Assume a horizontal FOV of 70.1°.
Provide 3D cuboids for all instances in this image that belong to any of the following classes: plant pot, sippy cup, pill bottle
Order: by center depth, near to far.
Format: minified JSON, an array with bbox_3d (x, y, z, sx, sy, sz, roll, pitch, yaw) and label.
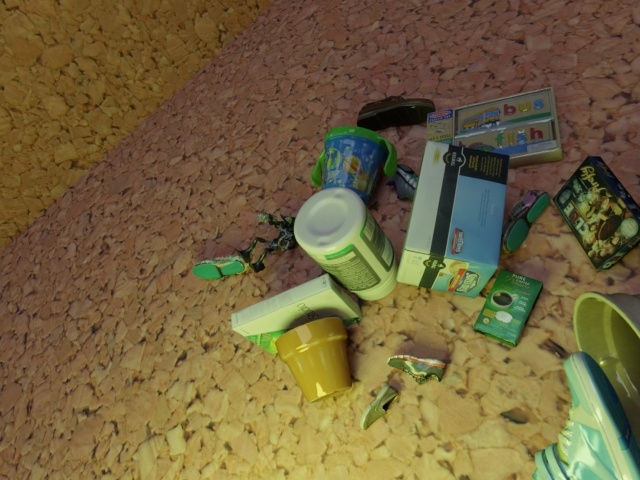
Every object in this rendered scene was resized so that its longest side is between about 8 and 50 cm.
[{"bbox_3d":[0.725,0.219,0.873,0.306,0.334,0.333,-16,53,6],"label":"plant pot"},{"bbox_3d":[-0.003,0.342,1.278,0.205,0.205,0.188,-27,66,13],"label":"plant pot"},{"bbox_3d":[0.093,0.026,1.304,0.204,0.361,0.204,-15,54,21],"label":"pill bottle"},{"bbox_3d":[0.107,-0.239,1.575,0.240,0.305,0.224,15,75,-10],"label":"sippy cup"}]

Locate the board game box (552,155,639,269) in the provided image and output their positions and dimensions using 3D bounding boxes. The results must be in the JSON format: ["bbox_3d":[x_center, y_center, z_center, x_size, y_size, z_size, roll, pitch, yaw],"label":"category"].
[{"bbox_3d":[0.703,-0.070,1.153,0.042,0.165,0.243,-1,51,-14],"label":"board game box"}]

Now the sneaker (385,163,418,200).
[{"bbox_3d":[0.311,-0.155,1.506,0.223,0.083,0.098,51,128,31],"label":"sneaker"}]

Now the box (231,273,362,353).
[{"bbox_3d":[-0.066,0.227,1.351,0.322,0.232,0.058,-23,51,16],"label":"box"}]

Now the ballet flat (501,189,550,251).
[{"bbox_3d":[0.560,-0.057,1.290,0.221,0.077,0.079,-50,31,-13],"label":"ballet flat"}]

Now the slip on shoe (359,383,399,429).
[{"bbox_3d":[0.156,0.445,1.203,0.041,0.051,0.135,27,68,42],"label":"slip on shoe"}]

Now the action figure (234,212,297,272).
[{"bbox_3d":[-0.159,-0.014,1.615,0.276,0.141,0.164,-42,66,-10],"label":"action figure"}]

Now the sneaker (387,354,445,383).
[{"bbox_3d":[0.249,0.343,1.210,0.158,0.061,0.064,-2,66,30],"label":"sneaker"}]

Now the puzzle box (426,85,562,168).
[{"bbox_3d":[0.550,-0.346,1.488,0.409,0.052,0.272,-7,57,27],"label":"puzzle box"}]

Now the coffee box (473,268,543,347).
[{"bbox_3d":[0.491,0.174,1.191,0.113,0.040,0.184,19,71,37],"label":"coffee box"}]

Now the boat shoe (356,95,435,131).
[{"bbox_3d":[0.279,-0.494,1.701,0.307,0.111,0.104,-1,61,30],"label":"boat shoe"}]

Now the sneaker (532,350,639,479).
[{"bbox_3d":[0.506,0.398,0.920,0.208,0.127,0.319,-28,69,37],"label":"sneaker"}]

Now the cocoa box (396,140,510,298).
[{"bbox_3d":[0.361,-0.055,1.252,0.228,0.231,0.347,12,65,9],"label":"cocoa box"}]

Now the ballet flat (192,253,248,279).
[{"bbox_3d":[-0.368,0.096,1.725,0.241,0.091,0.077,-7,27,22],"label":"ballet flat"}]
